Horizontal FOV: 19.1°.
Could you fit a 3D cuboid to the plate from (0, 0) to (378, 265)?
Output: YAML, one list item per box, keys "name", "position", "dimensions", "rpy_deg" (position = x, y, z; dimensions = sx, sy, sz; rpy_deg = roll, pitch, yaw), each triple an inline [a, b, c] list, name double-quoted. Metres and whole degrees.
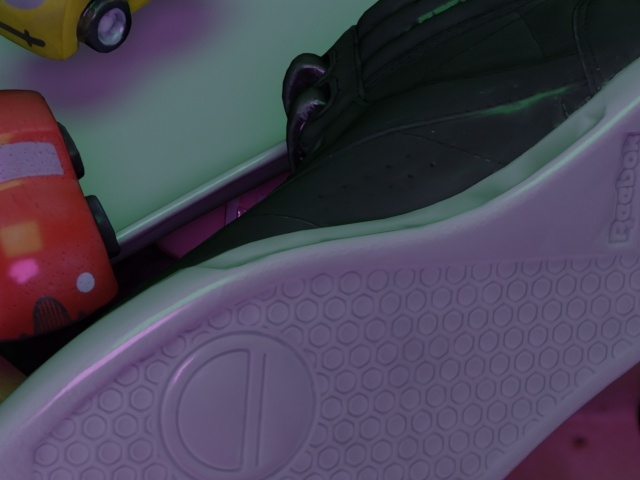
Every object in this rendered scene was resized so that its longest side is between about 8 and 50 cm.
- name: "plate"
  position: [-0.064, -0.097, 0.755]
  dimensions: [0.277, 0.045, 0.278]
  rpy_deg: [-28, 44, -20]

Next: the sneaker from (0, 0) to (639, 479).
- name: "sneaker"
  position: [0.005, 0.009, 0.574]
  dimensions: [0.295, 0.104, 0.147]
  rpy_deg: [-31, 27, -18]

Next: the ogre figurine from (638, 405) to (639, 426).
- name: "ogre figurine"
  position: [0.148, 0.021, 0.662]
  dimensions: [0.097, 0.118, 0.197]
  rpy_deg: [26, 59, 16]

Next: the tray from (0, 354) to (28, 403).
- name: "tray"
  position: [-0.123, 0.133, 0.521]
  dimensions: [0.203, 0.076, 0.411]
  rpy_deg: [-23, 43, -39]

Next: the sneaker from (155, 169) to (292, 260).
- name: "sneaker"
  position: [0.000, 0.000, 0.701]
  dimensions: [0.134, 0.051, 0.070]
  rpy_deg: [6, 20, 0]

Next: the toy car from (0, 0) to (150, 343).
- name: "toy car"
  position: [-0.159, -0.067, 0.666]
  dimensions: [0.225, 0.053, 0.239]
  rpy_deg: [2, 43, 12]
